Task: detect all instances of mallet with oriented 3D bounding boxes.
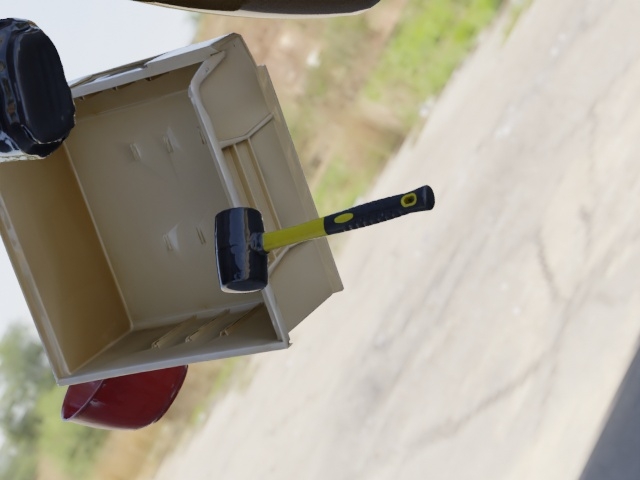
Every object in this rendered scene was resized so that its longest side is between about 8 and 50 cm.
[{"bbox_3d":[0.000,0.000,1.265,0.190,0.039,0.062,-7,76,36],"label":"mallet"}]

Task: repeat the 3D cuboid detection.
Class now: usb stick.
[{"bbox_3d":[-0.233,-0.078,0.994,0.045,0.077,0.278,-19,13,-40],"label":"usb stick"}]

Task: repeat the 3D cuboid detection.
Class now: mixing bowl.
[{"bbox_3d":[-0.222,0.158,2.089,0.181,0.098,0.181,-51,18,23],"label":"mixing bowl"}]

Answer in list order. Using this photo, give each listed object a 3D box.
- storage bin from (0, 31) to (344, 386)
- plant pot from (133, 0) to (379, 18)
[{"bbox_3d":[-0.150,-0.026,1.577,0.262,0.260,0.123,-12,14,33],"label":"storage bin"},{"bbox_3d":[-0.050,-0.291,1.530,0.237,0.254,0.237,-14,69,42],"label":"plant pot"}]
